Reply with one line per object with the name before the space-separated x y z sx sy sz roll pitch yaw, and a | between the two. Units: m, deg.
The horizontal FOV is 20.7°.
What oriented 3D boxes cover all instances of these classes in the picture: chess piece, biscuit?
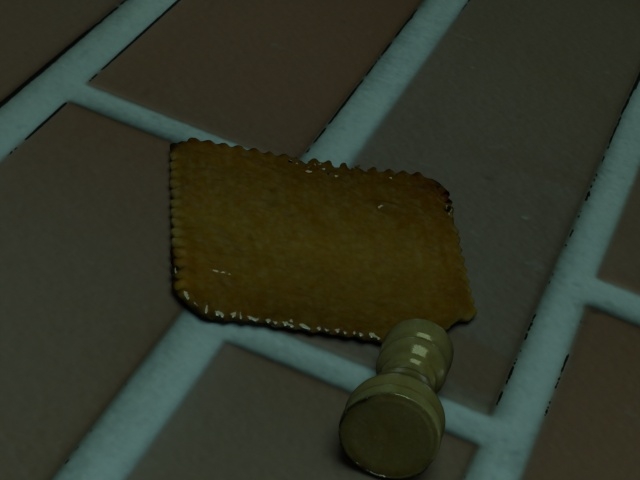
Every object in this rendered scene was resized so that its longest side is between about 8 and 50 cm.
chess piece | 0.053 0.098 1.149 0.066 0.066 0.122 18 27 2
biscuit | 0.000 0.000 1.315 0.232 0.013 0.237 9 34 -12
